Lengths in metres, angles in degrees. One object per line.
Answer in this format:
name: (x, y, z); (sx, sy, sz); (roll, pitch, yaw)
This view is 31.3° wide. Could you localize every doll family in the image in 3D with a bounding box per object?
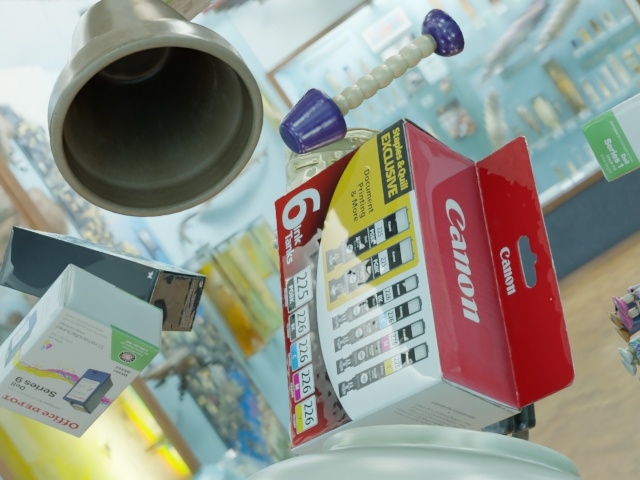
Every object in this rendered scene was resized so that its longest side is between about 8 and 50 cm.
doll family: (0.530, 0.114, 1.749); (0.163, 0.263, 0.118); (-28, 31, -4)

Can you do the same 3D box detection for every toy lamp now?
toy lamp: (0.064, -0.205, 1.483); (0.275, 0.080, 0.080); (-38, 3, -20)

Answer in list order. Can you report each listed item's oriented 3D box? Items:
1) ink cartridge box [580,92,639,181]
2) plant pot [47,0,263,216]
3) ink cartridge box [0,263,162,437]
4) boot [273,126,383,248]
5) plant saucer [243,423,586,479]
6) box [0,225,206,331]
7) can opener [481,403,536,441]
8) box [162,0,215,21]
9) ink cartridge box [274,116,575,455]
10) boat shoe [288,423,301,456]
ink cartridge box: (0.490, -0.176, 1.599); (0.219, 0.092, 0.160); (-28, -3, 22)
plant pot: (-0.226, -0.200, 1.448); (0.263, 0.263, 0.229); (-34, 45, 9)
ink cartridge box: (-0.340, 0.157, 1.575); (0.212, 0.154, 0.093); (-44, 31, 27)
boot: (0.048, -0.062, 1.675); (0.262, 0.203, 0.095); (7, -3, 32)
plant saucer: (0.101, 0.224, 0.924); (0.400, 0.400, 0.100); (-32, 45, 57)
box: (-0.339, 0.062, 1.790); (0.184, 0.261, 0.103); (24, -99, -72)
can opener: (0.215, 0.215, 1.425); (0.076, 0.283, 0.095); (-2, -4, -39)
box: (-0.196, -0.475, 1.835); (0.262, 0.127, 0.231); (-38, -2, 13)
ink cartridge box: (0.095, 0.046, 1.181); (0.130, 0.309, 0.272); (25, -44, -39)
boat shoe: (0.050, 0.335, 1.599); (0.109, 0.305, 0.091); (-22, 20, 13)
